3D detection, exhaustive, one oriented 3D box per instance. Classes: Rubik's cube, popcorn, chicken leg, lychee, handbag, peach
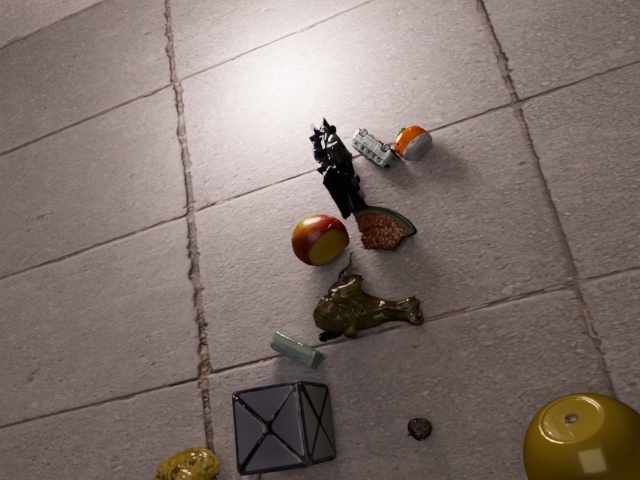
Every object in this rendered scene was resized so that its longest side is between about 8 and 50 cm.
[{"bbox_3d":[-0.118,0.600,1.820,0.259,0.260,0.255,-16,68,19],"label":"Rubik's cube"},{"bbox_3d":[-0.454,0.806,1.919,0.225,0.203,0.201,13,89,6],"label":"popcorn"},{"bbox_3d":[0.150,0.214,1.908,0.360,0.140,0.212,-13,90,7],"label":"chicken leg"},{"bbox_3d":[0.306,0.586,1.763,0.083,0.068,0.067,-18,97,-3],"label":"lychee"},{"bbox_3d":[0.058,-0.268,1.974,0.118,0.269,0.326,-26,47,13],"label":"handbag"},{"bbox_3d":[0.000,0.000,2.002,0.192,0.190,0.190,9,77,24],"label":"peach"}]

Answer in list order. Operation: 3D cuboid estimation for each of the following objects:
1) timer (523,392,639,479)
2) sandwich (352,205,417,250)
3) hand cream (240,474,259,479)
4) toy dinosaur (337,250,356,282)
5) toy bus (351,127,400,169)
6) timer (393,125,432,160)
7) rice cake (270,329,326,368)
[{"bbox_3d":[0.725,0.600,1.473,0.376,0.376,0.387,-30,109,10],"label":"timer"},{"bbox_3d":[0.228,-0.042,1.989,0.234,0.079,0.159,2,85,26],"label":"sandwich"},{"bbox_3d":[-0.240,0.819,1.921,0.084,0.053,0.142,-9,56,18],"label":"hand cream"},{"bbox_3d":[0.091,0.125,2.009,0.058,0.037,0.180,17,72,49],"label":"toy dinosaur"},{"bbox_3d":[0.194,-0.336,2.084,0.194,0.087,0.089,40,100,25],"label":"toy bus"},{"bbox_3d":[0.321,-0.359,2.031,0.136,0.099,0.136,-1,64,2],"label":"timer"},{"bbox_3d":[-0.085,0.383,1.980,0.206,0.063,0.069,24,85,26],"label":"rice cake"}]
